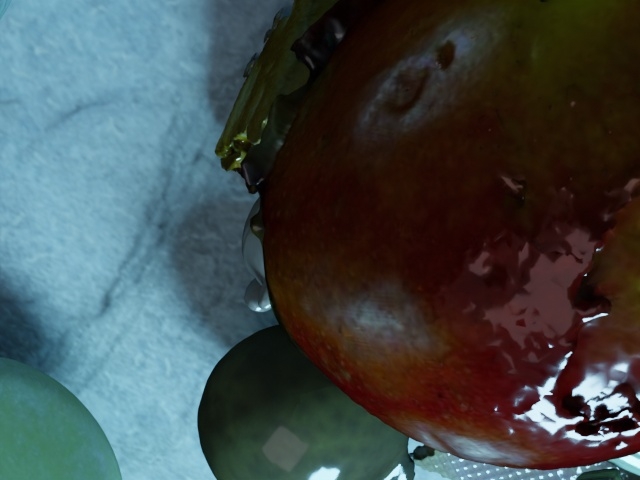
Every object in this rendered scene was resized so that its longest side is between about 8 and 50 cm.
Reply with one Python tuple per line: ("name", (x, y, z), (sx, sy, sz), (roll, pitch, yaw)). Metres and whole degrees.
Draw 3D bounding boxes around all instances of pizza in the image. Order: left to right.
("pizza", (-0.029, -0.099, 1.275), (0.069, 0.154, 0.194), (21, 149, -12))

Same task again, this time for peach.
("peach", (0.160, -0.036, 1.056), (0.416, 0.353, 0.339), (-26, 110, 24))

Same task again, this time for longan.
("longan", (-0.003, 0.163, 1.381), (0.204, 0.159, 0.185), (45, 119, -6))

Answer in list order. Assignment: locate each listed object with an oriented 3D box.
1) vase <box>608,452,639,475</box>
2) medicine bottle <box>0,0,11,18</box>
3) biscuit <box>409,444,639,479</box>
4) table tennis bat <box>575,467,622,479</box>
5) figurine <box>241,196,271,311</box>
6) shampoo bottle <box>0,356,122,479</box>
("vase", (0.299, 0.143, 1.269), (0.248, 0.128, 0.128), (30, 127, -6))
("medicine bottle", (-0.353, -0.246, 1.324), (0.216, 0.090, 0.090), (29, 126, 4))
("biscuit", (0.198, 0.180, 1.369), (0.238, 0.062, 0.108), (23, 124, 7))
("table tennis bat", (0.268, 0.317, 1.291), (0.173, 0.022, 0.301), (-14, 104, 31))
("figurine", (0.000, 0.000, 1.303), (0.125, 0.125, 0.138), (30, 125, 3))
("shampoo bottle", (-0.355, 0.273, 1.496), (0.322, 0.322, 0.317), (45, 132, -8))
